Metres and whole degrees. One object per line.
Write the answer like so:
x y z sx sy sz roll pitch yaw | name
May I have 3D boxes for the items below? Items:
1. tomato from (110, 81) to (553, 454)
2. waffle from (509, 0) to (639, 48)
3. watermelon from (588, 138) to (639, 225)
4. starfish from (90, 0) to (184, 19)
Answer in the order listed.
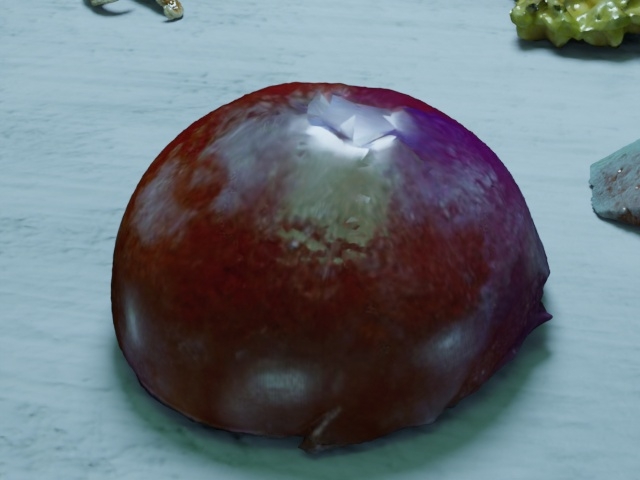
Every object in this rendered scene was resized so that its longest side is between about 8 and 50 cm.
0.004 -0.002 1.049 0.335 0.176 0.289 11 44 17 | tomato
0.282 -0.287 1.463 0.282 0.058 0.301 -33 42 -23 | waffle
0.314 -0.050 1.179 0.180 0.081 0.094 -4 63 9 | watermelon
-0.191 -0.298 1.558 0.150 0.053 0.209 -27 46 -8 | starfish
